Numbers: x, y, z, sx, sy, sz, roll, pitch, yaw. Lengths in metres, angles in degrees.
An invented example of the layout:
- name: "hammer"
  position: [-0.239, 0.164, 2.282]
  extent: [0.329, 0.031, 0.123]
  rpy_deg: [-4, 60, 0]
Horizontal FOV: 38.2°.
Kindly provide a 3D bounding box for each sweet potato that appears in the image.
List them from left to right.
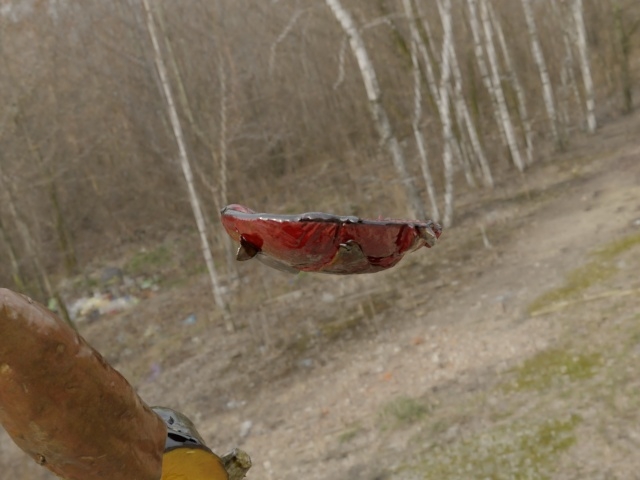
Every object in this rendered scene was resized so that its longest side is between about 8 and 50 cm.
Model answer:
- name: "sweet potato"
  position: [-0.188, 0.118, 0.694]
  extent: [0.097, 0.251, 0.097]
  rpy_deg: [-15, 41, 13]

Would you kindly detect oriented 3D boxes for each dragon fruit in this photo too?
- name: "dragon fruit"
  position: [0.000, 0.000, 1.361]
  extent: [0.344, 0.100, 0.282]
  rpy_deg: [4, -2, 12]

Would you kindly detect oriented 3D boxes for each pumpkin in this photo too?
- name: "pumpkin"
  position: [-0.228, 0.365, 1.390]
  extent: [0.242, 0.324, 0.232]
  rpy_deg: [-26, 34, -15]

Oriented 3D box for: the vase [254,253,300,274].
- name: "vase"
  position: [-0.081, 0.023, 1.592]
  extent: [0.101, 0.053, 0.053]
  rpy_deg: [16, -1, -14]
